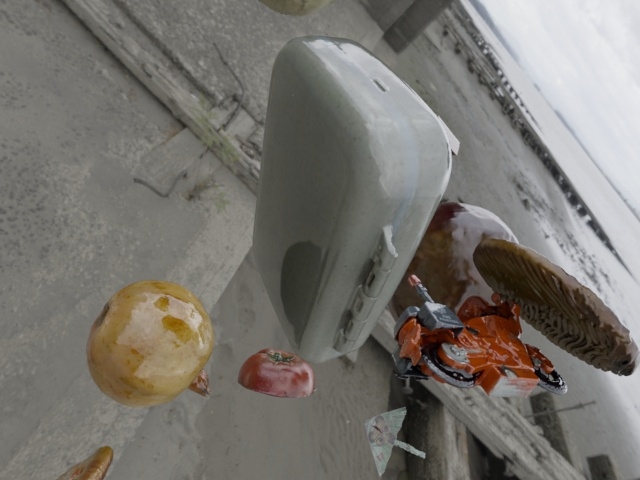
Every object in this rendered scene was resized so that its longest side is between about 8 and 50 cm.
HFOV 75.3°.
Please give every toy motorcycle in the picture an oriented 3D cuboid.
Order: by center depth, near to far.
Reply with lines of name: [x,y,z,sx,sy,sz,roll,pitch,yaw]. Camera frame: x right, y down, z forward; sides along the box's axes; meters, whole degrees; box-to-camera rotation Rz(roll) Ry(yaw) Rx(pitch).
toy motorcycle: [0.267,0.177,0.732,0.325,0.148,0.221,13,24,-25]

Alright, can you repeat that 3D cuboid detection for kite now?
kite: [0.238,0.648,1.339,0.249,0.012,0.230,33,63,-8]

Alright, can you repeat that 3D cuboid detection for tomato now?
tomato: [-0.113,0.354,1.128,0.224,0.224,0.085,14,87,-44]

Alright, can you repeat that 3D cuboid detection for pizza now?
pizza: [-0.392,0.353,0.553,0.185,0.195,0.053,-54,121,-75]

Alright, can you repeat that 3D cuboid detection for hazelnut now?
hazelnut: [0.360,0.097,1.161,0.421,0.351,0.422,-4,90,-80]

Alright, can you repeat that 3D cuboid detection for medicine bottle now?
medicine bottle: [0.007,-0.031,0.518,0.122,0.375,0.282,-13,52,-25]

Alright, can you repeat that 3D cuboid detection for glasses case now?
glasses case: [0.343,-0.309,1.222,0.218,0.075,0.049,15,88,-56]

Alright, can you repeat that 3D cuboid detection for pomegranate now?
pomegranate: [-0.281,0.170,0.697,0.207,0.207,0.207,32,37,-29]

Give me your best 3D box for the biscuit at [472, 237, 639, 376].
biscuit: [0.402,0.116,0.744,0.318,0.040,0.318,47,-2,3]

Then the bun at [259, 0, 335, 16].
bun: [-0.078,-0.575,0.703,0.362,0.234,0.326,44,2,18]
